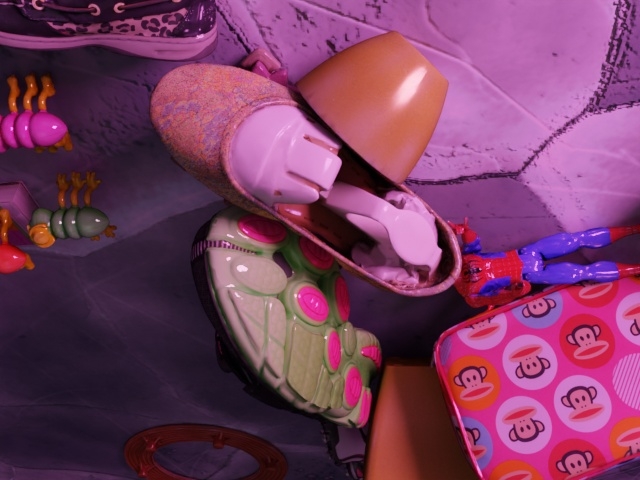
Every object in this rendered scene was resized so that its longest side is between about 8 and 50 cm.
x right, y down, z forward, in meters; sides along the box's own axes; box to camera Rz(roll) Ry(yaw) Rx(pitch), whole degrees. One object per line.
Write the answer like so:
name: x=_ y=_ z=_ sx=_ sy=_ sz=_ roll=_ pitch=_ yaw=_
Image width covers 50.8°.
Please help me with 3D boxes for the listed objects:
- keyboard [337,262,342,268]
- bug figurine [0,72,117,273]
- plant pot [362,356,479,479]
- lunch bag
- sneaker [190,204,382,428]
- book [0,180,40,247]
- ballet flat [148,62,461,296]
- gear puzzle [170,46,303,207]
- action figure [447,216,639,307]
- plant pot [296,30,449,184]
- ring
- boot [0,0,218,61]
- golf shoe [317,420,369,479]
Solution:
keyboard: x=0.000 y=0.000 z=0.834 sx=0.108 sy=0.023 sz=0.180 roll=22 pitch=135 yaw=-20
bug figurine: x=-0.345 y=-0.061 z=0.710 sx=0.216 sy=0.072 sz=0.279 roll=-7 pitch=126 yaw=5
plant pot: x=0.164 y=0.267 z=0.973 sx=0.212 sy=0.187 sz=0.212 roll=-1 pitch=175 yaw=4
lunch bag: x=0.290 y=0.156 z=0.827 sx=0.293 sy=0.258 sz=0.120 roll=-20 pitch=161 yaw=6
sneaker: x=-0.058 y=0.125 z=0.828 sx=0.202 sy=0.185 sz=0.483 roll=4 pitch=151 yaw=18
book: x=-0.414 y=-0.023 z=0.827 sx=0.144 sy=0.035 sz=0.096 roll=-4 pitch=142 yaw=8
ballet flat: x=0.008 y=-0.047 z=0.626 sx=0.348 sy=0.123 sz=0.123 roll=35 pitch=130 yaw=-30
gear puzzle: x=-0.008 y=-0.040 z=0.740 sx=0.175 sy=0.044 sz=0.339 roll=-31 pitch=124 yaw=30
action figure: x=0.249 y=0.018 z=0.766 sx=0.280 sy=0.091 sz=0.139 roll=-12 pitch=165 yaw=17
plant pot: x=0.059 y=-0.132 z=0.612 sx=0.134 sy=0.134 sz=0.095 roll=35 pitch=107 yaw=-31
ring: x=-0.235 y=0.464 z=1.381 sx=0.337 sy=0.032 sz=0.336 roll=1 pitch=140 yaw=1
boot: x=-0.192 y=-0.240 z=0.523 sx=0.236 sy=0.085 sz=0.178 roll=5 pitch=138 yaw=-11
golf shoe: x=0.071 y=0.344 z=1.187 sx=0.120 sy=0.105 sz=0.273 roll=-23 pitch=141 yaw=6
